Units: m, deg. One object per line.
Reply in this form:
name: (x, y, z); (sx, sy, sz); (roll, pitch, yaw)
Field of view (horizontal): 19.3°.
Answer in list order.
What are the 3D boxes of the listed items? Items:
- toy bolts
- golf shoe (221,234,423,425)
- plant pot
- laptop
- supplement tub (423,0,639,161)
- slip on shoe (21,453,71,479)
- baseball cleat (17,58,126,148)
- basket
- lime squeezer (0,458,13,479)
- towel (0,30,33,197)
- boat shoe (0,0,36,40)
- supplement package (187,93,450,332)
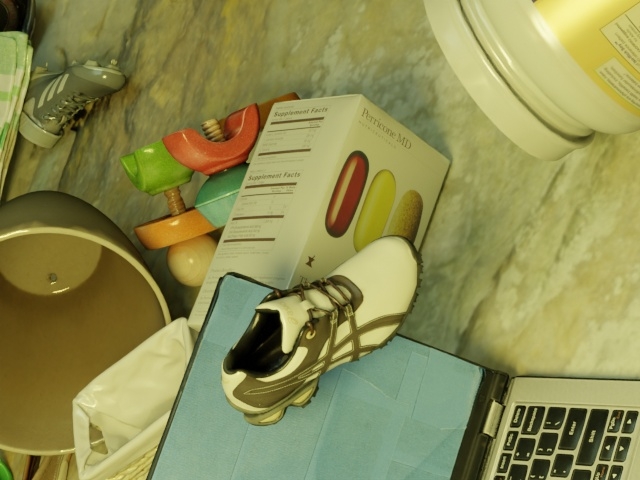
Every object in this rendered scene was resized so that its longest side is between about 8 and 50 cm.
toy bolts: (-0.080, -0.050, 1.943); (0.218, 0.158, 0.228); (-21, 3, -15)
golf shoe: (0.002, 0.063, 1.496); (0.198, 0.094, 0.077); (-45, 61, -8)
plant pot: (-0.296, 0.054, 2.025); (0.256, 0.256, 0.274); (-47, 21, 11)
laptop: (0.073, 0.240, 1.455); (0.408, 0.236, 0.382); (-2, 62, 47)
supplement tub: (0.276, -0.239, 1.582); (0.331, 0.241, 0.241); (-35, 42, 26)
slip on shoe: (-0.296, 0.221, 2.038); (0.051, 0.041, 0.135); (-18, 51, 39)
baseball cleat: (-0.312, -0.168, 2.339); (0.206, 0.072, 0.109); (0, 77, 53)
basket: (-0.152, 0.175, 1.863); (0.167, 0.103, 0.113); (-37, 41, 24)
lime squeezer: (-0.378, 0.292, 2.082); (0.110, 0.058, 0.310); (128, 156, -62)
towel: (-0.494, -0.113, 2.386); (0.247, 0.038, 0.325); (7, 82, 28)
boat shoe: (-0.469, -0.204, 2.483); (0.095, 0.112, 0.335); (-20, 46, 56)
supplement package: (0.000, 0.000, 1.794); (0.134, 0.139, 0.244); (0, 64, 49)
